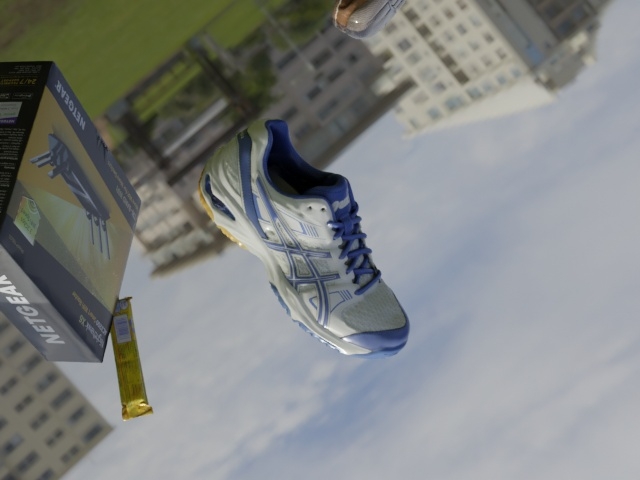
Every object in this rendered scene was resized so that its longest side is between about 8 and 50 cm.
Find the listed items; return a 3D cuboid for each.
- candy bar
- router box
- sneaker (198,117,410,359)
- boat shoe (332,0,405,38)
[{"bbox_3d":[-0.248,0.149,1.623,0.040,0.161,0.018,-11,173,2],"label":"candy bar"},{"bbox_3d":[-0.323,-0.026,1.509,0.081,0.309,0.242,1,-120,15],"label":"router box"},{"bbox_3d":[0.000,0.000,1.355,0.131,0.296,0.112,-43,-177,38],"label":"sneaker"},{"bbox_3d":[0.070,-0.357,1.360,0.123,0.116,0.324,105,8,-64],"label":"boat shoe"}]
